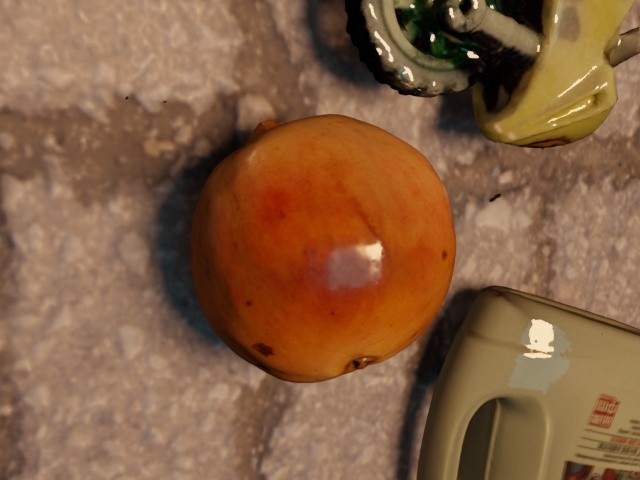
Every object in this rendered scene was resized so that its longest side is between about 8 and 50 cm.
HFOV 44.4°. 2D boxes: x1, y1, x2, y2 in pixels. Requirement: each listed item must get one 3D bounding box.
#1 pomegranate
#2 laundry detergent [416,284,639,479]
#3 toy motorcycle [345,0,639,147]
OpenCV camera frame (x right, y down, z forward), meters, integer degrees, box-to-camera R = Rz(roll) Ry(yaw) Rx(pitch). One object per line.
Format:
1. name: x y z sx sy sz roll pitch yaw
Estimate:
1. pomegranate: 0.001 0.004 0.554 0.191 0.191 0.191 -6 104 -26
2. laundry detergent: 0.184 0.255 0.743 0.264 0.125 0.397 17 96 -30
3. toy motorcycle: 0.203 -0.240 0.609 0.410 0.169 0.237 -50 120 -9
